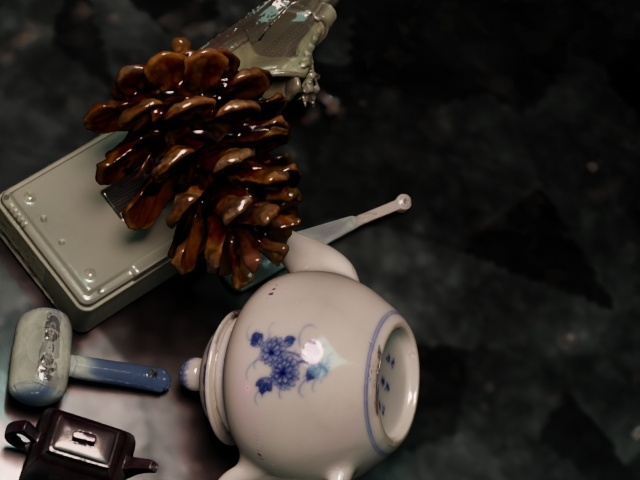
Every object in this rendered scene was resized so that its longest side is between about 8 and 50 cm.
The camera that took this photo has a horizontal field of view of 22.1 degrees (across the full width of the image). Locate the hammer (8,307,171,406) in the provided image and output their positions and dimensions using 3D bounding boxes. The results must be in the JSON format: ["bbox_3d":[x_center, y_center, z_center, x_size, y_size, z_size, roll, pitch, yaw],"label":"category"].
[{"bbox_3d":[-0.268,0.148,1.935,0.194,0.069,0.116,11,60,-19],"label":"hammer"}]

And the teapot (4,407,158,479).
[{"bbox_3d":[-0.272,0.239,1.863,0.177,0.096,0.087,18,61,-5],"label":"teapot"}]

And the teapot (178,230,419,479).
[{"bbox_3d":[-0.038,0.162,1.900,0.280,0.252,0.424,1,65,22],"label":"teapot"}]

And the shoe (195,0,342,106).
[{"bbox_3d":[-0.037,-0.246,2.173,0.293,0.109,0.149,-37,80,-23],"label":"shoe"}]

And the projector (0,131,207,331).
[{"bbox_3d":[-0.242,-0.033,2.009,0.256,0.099,0.192,-33,77,-27],"label":"projector"}]

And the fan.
[{"bbox_3d":[0.000,0.000,2.105,0.282,0.023,0.057,-20,69,-22],"label":"fan"}]

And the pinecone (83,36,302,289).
[{"bbox_3d":[-0.136,-0.088,1.875,0.244,0.244,0.309,-12,66,-21],"label":"pinecone"}]
